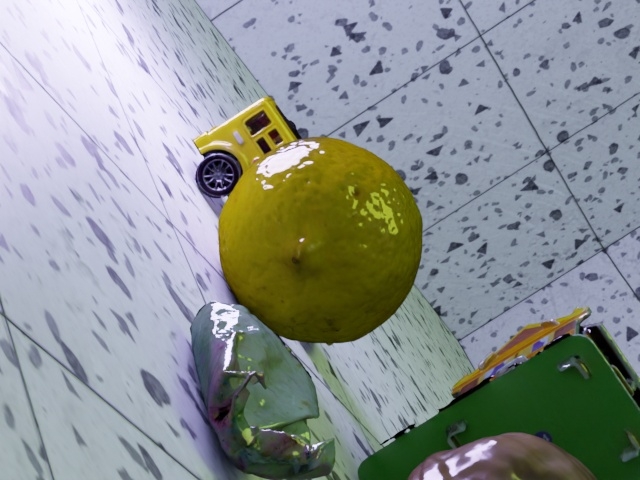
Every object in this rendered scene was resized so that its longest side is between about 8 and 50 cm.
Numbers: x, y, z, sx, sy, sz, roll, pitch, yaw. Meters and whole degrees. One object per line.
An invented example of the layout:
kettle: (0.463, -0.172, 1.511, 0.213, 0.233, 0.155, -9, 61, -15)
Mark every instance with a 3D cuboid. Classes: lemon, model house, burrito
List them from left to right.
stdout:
burrito: (-0.059, 0.142, 1.399, 0.144, 0.089, 0.229, 41, 9, -12)
lemon: (0.000, 0.001, 1.851, 0.267, 0.267, 0.267, 56, 6, -9)
model house: (0.249, 0.254, 1.963, 0.242, 0.357, 0.313, 54, 16, -2)

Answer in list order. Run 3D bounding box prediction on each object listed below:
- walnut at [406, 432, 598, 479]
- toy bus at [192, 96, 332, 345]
walnut: (0.160, 0.312, 1.450, 0.227, 0.273, 0.273, -5, 56, -44)
toy bus: (-0.035, -0.026, 2.109, 0.331, 0.151, 0.145, 56, 4, -4)
